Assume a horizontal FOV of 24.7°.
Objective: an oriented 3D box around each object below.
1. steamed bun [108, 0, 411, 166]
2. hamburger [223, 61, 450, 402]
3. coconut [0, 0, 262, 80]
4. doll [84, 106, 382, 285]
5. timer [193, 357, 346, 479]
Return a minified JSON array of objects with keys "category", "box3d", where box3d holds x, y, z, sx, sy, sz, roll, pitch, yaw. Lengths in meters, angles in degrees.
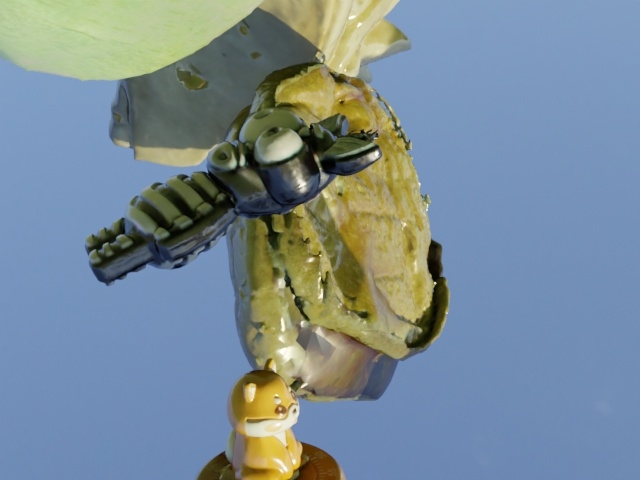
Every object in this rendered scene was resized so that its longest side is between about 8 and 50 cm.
[{"category":"steamed bun","box3d":[-0.030,-0.229,1.425,0.247,0.428,0.189,31,-133,0]},{"category":"hamburger","box3d":[0.001,-0.001,1.272,0.265,0.134,0.285,12,-117,-52]},{"category":"coconut","box3d":[-0.123,-0.216,0.573,0.281,0.328,0.328,-29,-151,25]},{"category":"doll","box3d":[-0.062,-0.036,1.010,0.219,0.067,0.091,-26,-157,-4]},{"category":"timer","box3d":[-0.040,0.163,1.089,0.132,0.152,0.132,-3,-154,1]}]
